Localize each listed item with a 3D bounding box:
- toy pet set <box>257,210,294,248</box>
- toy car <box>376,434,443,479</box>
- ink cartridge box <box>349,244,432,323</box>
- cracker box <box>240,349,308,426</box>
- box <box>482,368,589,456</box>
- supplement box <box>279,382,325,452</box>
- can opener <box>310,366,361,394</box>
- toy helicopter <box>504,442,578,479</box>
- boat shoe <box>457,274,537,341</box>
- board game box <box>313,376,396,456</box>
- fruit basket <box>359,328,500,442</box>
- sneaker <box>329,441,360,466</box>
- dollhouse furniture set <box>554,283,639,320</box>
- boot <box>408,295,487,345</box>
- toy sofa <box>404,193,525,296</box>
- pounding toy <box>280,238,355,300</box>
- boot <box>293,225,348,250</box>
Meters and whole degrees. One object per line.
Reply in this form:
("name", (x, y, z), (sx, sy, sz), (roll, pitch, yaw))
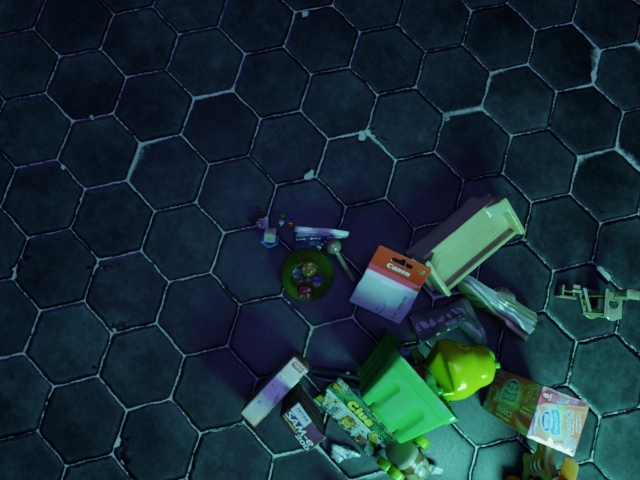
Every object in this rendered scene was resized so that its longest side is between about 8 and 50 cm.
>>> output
("toy pet set", (-0.160, -0.034, 1.465), (0.122, 0.065, 0.114), (8, 48, -3))
("toy car", (0.304, 0.717, 1.339), (0.155, 0.149, 0.188), (-45, 97, -16))
("ink cartridge box", (0.222, 0.149, 1.372), (0.189, 0.232, 0.066), (25, 43, 2))
("cracker box", (-0.140, 0.461, 1.342), (0.067, 0.155, 0.232), (44, 84, 4))
("box", (0.637, 0.503, 1.285), (0.142, 0.300, 0.154), (23, 83, 1))
("supplement box", (-0.053, 0.532, 1.293), (0.073, 0.239, 0.130), (-38, 85, -6))
("can opener", (0.059, 0.453, 1.400), (0.186, 0.073, 0.059), (16, 91, 10))
("toy helicopter", (0.695, 0.685, 1.297), (0.140, 0.235, 0.354), (10, 82, 0))
("boat shoe", (0.594, 0.206, 1.424), (0.302, 0.113, 0.103), (40, 81, -7))
("board game box", (0.110, 0.569, 1.363), (0.260, 0.030, 0.136), (44, 119, 4))
("fruit basket", (0.317, 0.381, 1.258), (0.392, 0.392, 0.283), (-41, 85, -6))
("sneaker", (0.077, 0.706, 1.379), (0.098, 0.038, 0.069), (16, 84, 10))
("dollhouse furniture set", (0.898, 0.204, 1.390), (0.161, 0.182, 0.101), (9, 83, -1))
("boot", (0.425, 0.300, 1.419), (0.209, 0.076, 0.189), (-22, 70, -11))
("toy sofa", (0.479, 0.009, 1.433), (0.363, 0.177, 0.150), (-39, 105, -7))
("pounding toy", (-0.019, 0.112, 1.388), (0.237, 0.110, 0.182), (-23, 99, 2))
("boot", (0.000, 0.000, 1.456), (0.190, 0.069, 0.086), (4, 91, 6))
